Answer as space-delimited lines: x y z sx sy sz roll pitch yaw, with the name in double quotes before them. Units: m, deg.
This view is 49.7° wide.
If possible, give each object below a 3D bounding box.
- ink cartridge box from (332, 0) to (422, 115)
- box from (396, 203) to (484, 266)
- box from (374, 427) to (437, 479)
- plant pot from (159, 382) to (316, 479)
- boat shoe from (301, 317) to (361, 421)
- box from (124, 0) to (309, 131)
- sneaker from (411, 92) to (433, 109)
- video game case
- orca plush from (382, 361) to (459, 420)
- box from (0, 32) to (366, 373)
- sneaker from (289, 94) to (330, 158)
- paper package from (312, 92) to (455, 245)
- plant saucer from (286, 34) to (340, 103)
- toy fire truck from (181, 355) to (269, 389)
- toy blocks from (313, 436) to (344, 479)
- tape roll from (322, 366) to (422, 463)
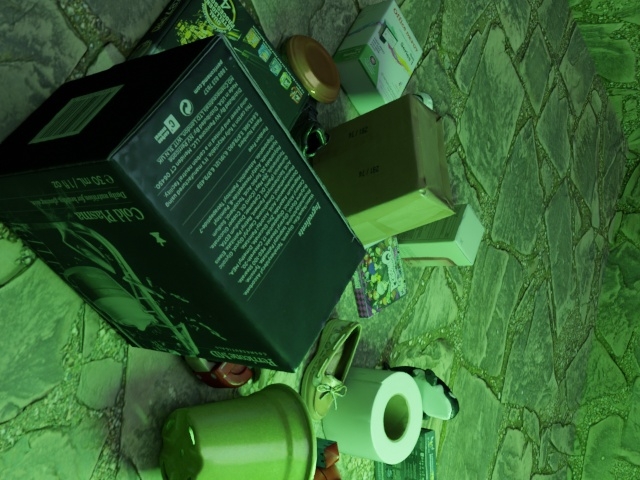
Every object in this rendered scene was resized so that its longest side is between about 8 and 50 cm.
"ink cartridge box" 0.166 -0.529 2.004 0.201 0.117 0.278 51 52 -35
"box" 0.359 -0.013 2.116 0.127 0.232 0.148 48 55 -36
"box" 0.243 0.652 1.990 0.059 0.184 0.232 0 87 -50
"plant pot" -0.191 0.444 1.464 0.254 0.276 0.275 8 82 -38
"boat shoe" 0.029 0.340 1.827 0.105 0.089 0.285 37 62 -43
"box" -0.220 -0.355 1.565 0.395 0.097 0.318 49 57 -36
"sneaker" 0.289 -0.327 2.172 0.108 0.100 0.271 -5 96 -25
"video game case" 0.167 0.085 2.035 0.210 0.042 0.232 -24 106 -46
"orca plush" 0.306 0.431 1.992 0.102 0.287 0.151 -2 92 -36
"box" -0.262 -0.042 1.209 0.471 0.480 0.297 53 53 -33
"sneaker" -0.024 -0.303 1.767 0.087 0.130 0.227 39 58 -43
"paper package" 0.155 -0.173 1.772 0.168 0.325 0.309 28 51 -45
"plant saucer" -0.010 -0.453 1.804 0.200 0.037 0.199 34 43 -38
"toy fire truck" -0.176 0.265 1.572 0.246 0.159 0.217 54 50 -20
"toy blocks" -0.021 0.616 1.626 0.191 0.261 0.381 -13 98 -49
"tape roll" 0.144 0.475 1.894 0.246 0.169 0.246 4 85 -49
